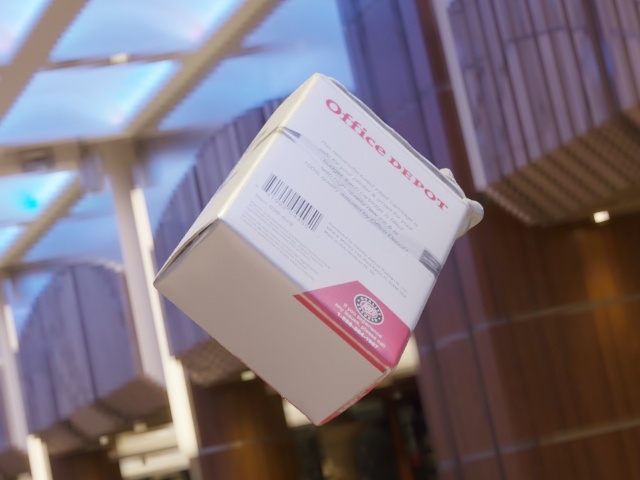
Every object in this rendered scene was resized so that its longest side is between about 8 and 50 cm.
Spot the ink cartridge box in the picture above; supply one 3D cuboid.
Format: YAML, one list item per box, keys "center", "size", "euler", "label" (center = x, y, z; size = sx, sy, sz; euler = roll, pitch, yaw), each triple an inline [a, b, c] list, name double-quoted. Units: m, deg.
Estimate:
- center: [0.000, 0.000, 1.151]
  size: [0.092, 0.158, 0.218]
  euler: [-42, 10, 38]
  label: "ink cartridge box"

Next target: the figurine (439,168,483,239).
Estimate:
- center: [0.073, -0.019, 1.892]
  size: [0.215, 0.092, 0.209]
  euler: [-16, 0, 12]
  label: "figurine"
